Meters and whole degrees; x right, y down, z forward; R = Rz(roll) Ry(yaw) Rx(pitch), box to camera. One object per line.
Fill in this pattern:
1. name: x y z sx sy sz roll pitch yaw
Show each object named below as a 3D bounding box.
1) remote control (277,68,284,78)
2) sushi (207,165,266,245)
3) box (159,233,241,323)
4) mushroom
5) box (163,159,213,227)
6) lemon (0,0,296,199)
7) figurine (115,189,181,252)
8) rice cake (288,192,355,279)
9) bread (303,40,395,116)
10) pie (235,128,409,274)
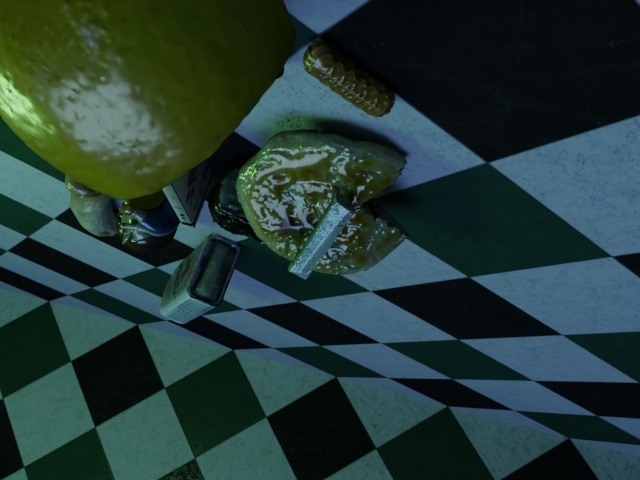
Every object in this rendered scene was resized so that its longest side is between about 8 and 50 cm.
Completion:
1. remote control: -0.177 -0.283 0.982 0.266 0.066 0.090 9 171 10
2. sushi: -0.111 -0.064 1.359 0.225 0.124 0.127 17 163 -14
3. box: -0.343 0.115 1.883 0.112 0.190 0.370 24 156 -16
4. mushroom: -0.563 -0.091 1.688 0.123 0.095 0.351 2 162 -9
5. box: -0.263 -0.131 1.306 0.033 0.129 0.247 13 159 9
6. lemon: -0.229 -0.247 0.741 0.364 0.364 0.364 15 158 6
7. figurine: -0.407 -0.058 1.586 0.158 0.161 0.275 60 151 4
8. rice cake: 0.000 0.000 1.188 0.043 0.034 0.211 25 132 -9
9. bread: 0.041 -0.227 0.957 0.157 0.044 0.052 29 150 -28
10. pie: 0.005 -0.062 1.202 0.338 0.075 0.337 3 134 3
